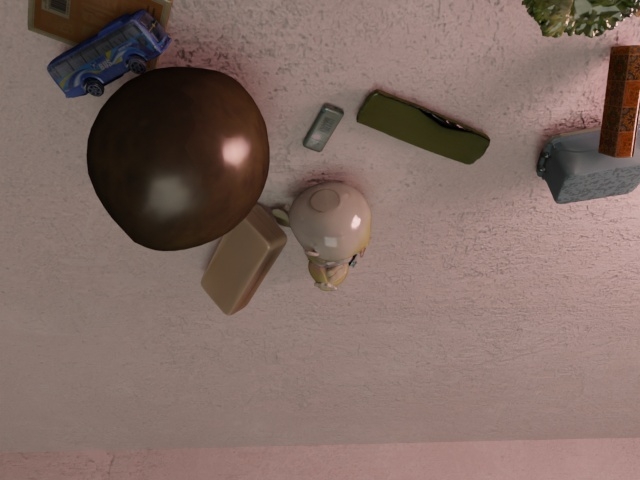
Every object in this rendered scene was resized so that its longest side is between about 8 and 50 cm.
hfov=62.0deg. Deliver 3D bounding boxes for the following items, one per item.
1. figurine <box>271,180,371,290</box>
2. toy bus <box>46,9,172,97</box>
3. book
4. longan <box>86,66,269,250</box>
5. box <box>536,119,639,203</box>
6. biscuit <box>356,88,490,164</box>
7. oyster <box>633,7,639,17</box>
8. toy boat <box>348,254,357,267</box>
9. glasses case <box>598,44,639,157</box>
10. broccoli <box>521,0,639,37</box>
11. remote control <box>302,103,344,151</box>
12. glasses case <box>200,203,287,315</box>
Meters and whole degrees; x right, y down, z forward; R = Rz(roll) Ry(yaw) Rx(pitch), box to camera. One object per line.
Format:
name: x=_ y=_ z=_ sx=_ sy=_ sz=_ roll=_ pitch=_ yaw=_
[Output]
figurine: x=0.000 y=0.000 z=1.401 sx=0.274 sy=0.226 sz=0.394 roll=23 pitch=153 yaw=18
toy bus: x=-0.404 y=-0.351 z=1.014 sx=0.236 sy=0.079 sz=0.094 roll=-19 pitch=134 yaw=19
book: x=-0.416 y=-0.426 z=1.002 sx=0.242 sy=0.018 sz=0.170 roll=16 pitch=136 yaw=-19
longan: x=-0.275 y=-0.154 z=1.047 sx=0.336 sy=0.404 sz=0.404 roll=22 pitch=132 yaw=-16
box: x=0.632 y=-0.181 z=1.234 sx=0.227 sy=0.130 sz=0.162 roll=-8 pitch=152 yaw=7
biscuit: x=0.239 y=-0.254 z=1.204 sx=0.322 sy=0.038 sz=0.099 roll=15 pitch=138 yaw=-19
oyster: x=0.600 y=-0.511 z=0.892 sx=0.166 sy=0.094 sz=0.294 roll=-19 pitch=153 yaw=-20
toy boat: x=0.087 y=0.066 z=1.543 sx=0.038 sy=0.038 sz=0.083 roll=12 pitch=135 yaw=-15
glasses case: x=0.621 y=-0.283 z=1.090 sx=0.049 sy=0.075 sz=0.218 roll=-2 pitch=108 yaw=1
broccoli: x=0.402 y=-0.495 z=0.793 sx=0.338 sy=0.277 sz=0.317 roll=29 pitch=149 yaw=-19
remote control: x=0.005 y=-0.253 z=1.209 sx=0.053 sy=0.018 sz=0.124 roll=16 pitch=135 yaw=-20
glasses case: x=-0.214 y=0.059 z=1.444 sx=0.144 sy=0.076 sz=0.336 roll=47 pitch=132 yaw=13
